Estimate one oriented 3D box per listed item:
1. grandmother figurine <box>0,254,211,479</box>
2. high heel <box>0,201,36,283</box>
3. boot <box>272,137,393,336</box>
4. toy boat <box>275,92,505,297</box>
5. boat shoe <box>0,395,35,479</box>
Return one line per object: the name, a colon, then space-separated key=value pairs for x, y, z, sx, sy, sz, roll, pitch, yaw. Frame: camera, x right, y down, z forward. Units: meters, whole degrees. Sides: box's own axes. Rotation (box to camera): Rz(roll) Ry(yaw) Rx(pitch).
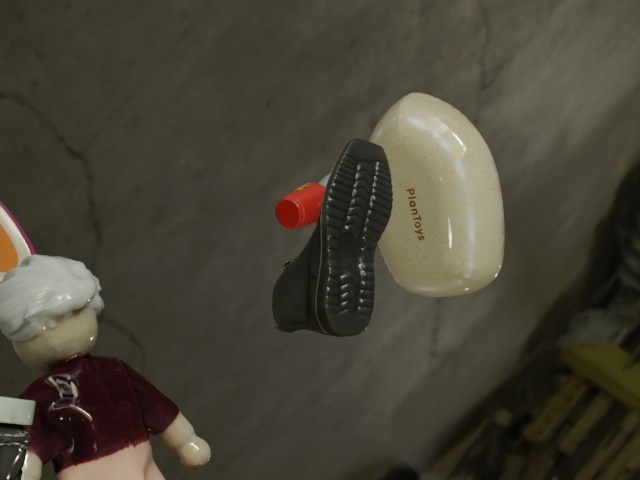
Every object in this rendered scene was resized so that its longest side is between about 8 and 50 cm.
grandmother figurine: x=-0.175 y=0.170 z=1.053 sx=0.104 sy=0.342 sz=0.208 roll=-26 pitch=169 yaw=24
high heel: x=-0.369 y=-0.015 z=1.415 sx=0.082 sy=0.244 sz=0.117 roll=-61 pitch=158 yaw=-4
boot: x=0.000 y=0.000 z=1.366 sx=0.077 sy=0.137 sz=0.197 roll=19 pitch=76 yaw=-28
toy boat: x=0.099 y=-0.060 z=1.765 sx=0.148 sy=0.318 sz=0.267 roll=-24 pitch=108 yaw=-53
boat shoe: x=-0.229 y=0.134 z=0.827 sx=0.228 sy=0.081 sz=0.068 roll=155 pitch=-59 yaw=-66
